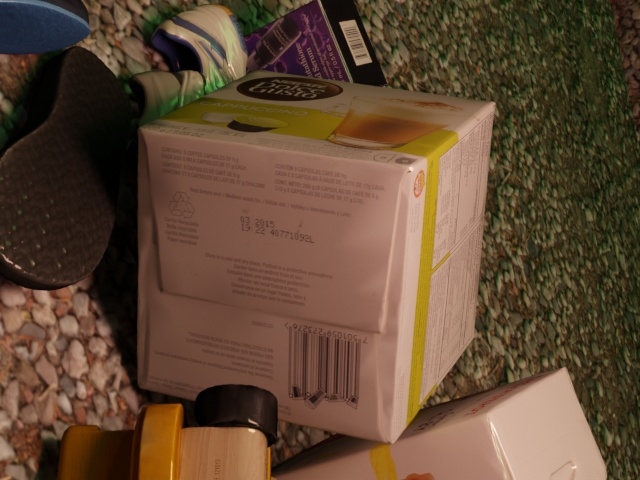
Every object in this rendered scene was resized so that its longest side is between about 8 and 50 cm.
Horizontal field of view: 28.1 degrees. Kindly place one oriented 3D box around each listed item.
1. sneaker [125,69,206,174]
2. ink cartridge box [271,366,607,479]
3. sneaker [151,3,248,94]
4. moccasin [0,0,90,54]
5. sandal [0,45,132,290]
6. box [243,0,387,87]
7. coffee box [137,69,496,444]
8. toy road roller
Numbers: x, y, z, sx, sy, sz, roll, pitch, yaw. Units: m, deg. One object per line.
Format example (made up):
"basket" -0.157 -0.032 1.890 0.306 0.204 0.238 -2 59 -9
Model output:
"sneaker" -0.212 -0.099 1.686 0.108 0.100 0.271 5 71 -19
"ink cartridge box" 0.138 0.311 1.674 0.279 0.385 0.160 -14 84 -58
"sneaker" -0.151 -0.186 1.827 0.131 0.112 0.296 -25 92 -41
"moccasin" -0.402 -0.302 1.463 0.342 0.138 0.116 9 60 -55
"sandal" -0.320 -0.072 1.503 0.167 0.107 0.445 51 23 -24
"box" -0.030 -0.260 1.928 0.108 0.207 0.153 -25 92 -58
"coffee box" 0.000 0.000 1.576 0.334 0.338 0.338 -40 136 -60
"toy road roller" -0.166 0.302 1.451 0.329 0.241 0.202 89 1 -59
